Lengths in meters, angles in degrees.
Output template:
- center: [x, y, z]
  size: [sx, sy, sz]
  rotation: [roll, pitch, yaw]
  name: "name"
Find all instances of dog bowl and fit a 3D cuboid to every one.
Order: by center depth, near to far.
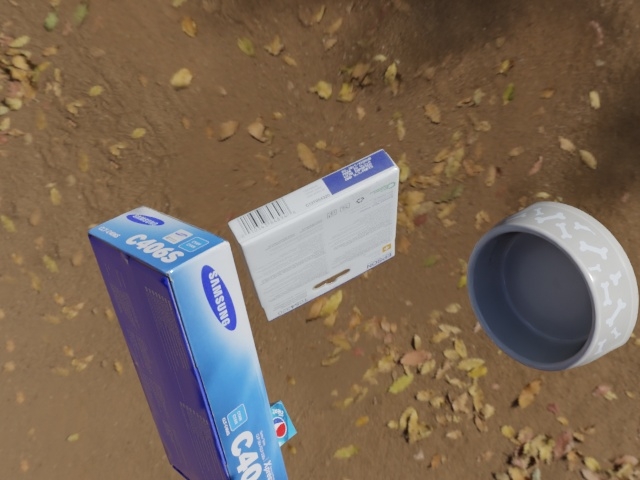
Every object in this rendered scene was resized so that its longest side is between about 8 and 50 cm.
- center: [0.440, 0.101, 1.346]
  size: [0.102, 0.349, 0.348]
  rotation: [-19, 98, -34]
  name: "dog bowl"

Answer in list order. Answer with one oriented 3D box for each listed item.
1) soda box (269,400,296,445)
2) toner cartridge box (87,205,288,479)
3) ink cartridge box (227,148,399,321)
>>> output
- center: [-0.146, 0.354, 1.222]
  size: [0.210, 0.071, 0.067]
  rotation: [-26, 90, 39]
  name: "soda box"
- center: [-0.140, 0.145, 0.753]
  size: [0.075, 0.165, 0.347]
  rotation: [-32, 125, -35]
  name: "toner cartridge box"
- center: [0.000, 0.000, 1.343]
  size: [0.324, 0.330, 0.071]
  rotation: [-27, 62, -11]
  name: "ink cartridge box"
